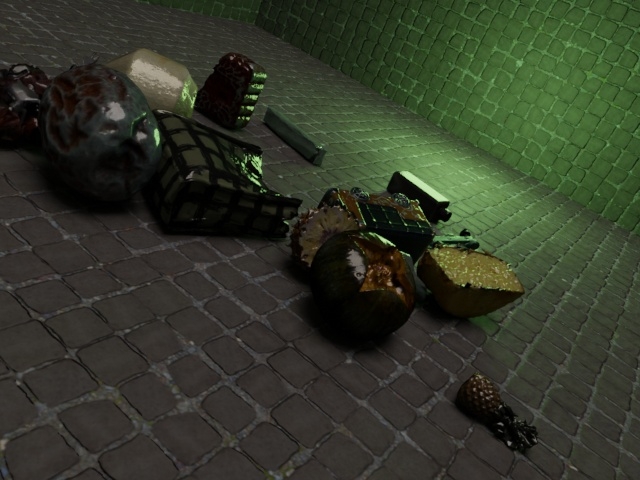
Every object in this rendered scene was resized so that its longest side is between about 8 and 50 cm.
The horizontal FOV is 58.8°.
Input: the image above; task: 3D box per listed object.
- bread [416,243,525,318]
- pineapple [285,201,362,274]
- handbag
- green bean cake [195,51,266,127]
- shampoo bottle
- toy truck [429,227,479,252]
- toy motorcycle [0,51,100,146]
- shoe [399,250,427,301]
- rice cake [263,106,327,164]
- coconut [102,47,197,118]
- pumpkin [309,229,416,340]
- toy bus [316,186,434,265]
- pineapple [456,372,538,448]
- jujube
[{"bbox_3d":[0.347,0.107,1.378,0.261,0.147,0.160,5,40,-35],"label":"bread"},{"bbox_3d":[-0.003,0.002,1.282,0.176,0.161,0.137,41,-14,-24],"label":"pineapple"},{"bbox_3d":[-0.243,-0.146,1.344,0.327,0.162,0.325,13,30,-39],"label":"handbag"},{"bbox_3d":[-0.300,-0.502,1.879,0.199,0.232,0.097,39,26,20],"label":"green bean cake"},{"bbox_3d":[0.338,-0.143,1.912,0.079,0.080,0.246,-7,39,-45],"label":"shampoo bottle"},{"bbox_3d":[0.379,0.017,1.666,0.154,0.077,0.080,-2,32,-13],"label":"toy truck"},{"bbox_3d":[-0.656,-0.333,1.323,0.207,0.134,0.401,31,39,-5],"label":"toy motorcycle"},{"bbox_3d":[0.178,0.063,1.326,0.195,0.079,0.078,41,62,-11],"label":"shoe"},{"bbox_3d":[-0.091,-0.368,1.990,0.063,0.066,0.336,-1,36,-43],"label":"rice cake"},{"bbox_3d":[-0.470,-0.382,1.501,0.266,0.237,0.237,14,27,-18],"label":"coconut"},{"bbox_3d":[0.081,0.090,1.144,0.238,0.159,0.237,30,37,-26],"label":"pumpkin"},{"bbox_3d":[0.132,-0.030,1.433,0.275,0.138,0.167,7,42,-28],"label":"toy bus"},{"bbox_3d":[0.328,0.318,1.046,0.159,0.074,0.074,43,30,18],"label":"pineapple"},{"bbox_3d":[-0.471,-0.235,1.197,0.215,0.246,0.308,11,24,-47],"label":"jujube"}]
